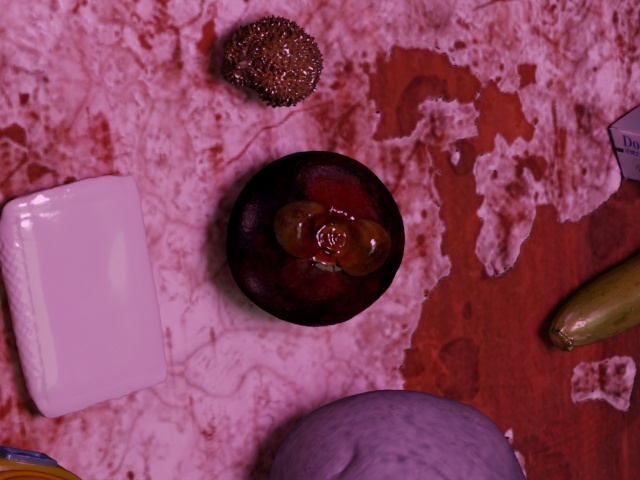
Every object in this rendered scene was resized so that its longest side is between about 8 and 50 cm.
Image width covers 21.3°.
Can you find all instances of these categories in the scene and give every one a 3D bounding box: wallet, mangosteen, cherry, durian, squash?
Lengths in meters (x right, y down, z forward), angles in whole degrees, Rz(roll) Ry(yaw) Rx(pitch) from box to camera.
[{"bbox_3d":[-0.189,0.043,1.347,0.124,0.032,0.182,-16,104,-29],"label":"wallet"},{"bbox_3d":[0.000,0.000,1.388,0.152,0.152,0.152,-5,100,-31],"label":"mangosteen"},{"bbox_3d":[0.077,0.248,1.419,0.218,0.296,0.255,-31,115,6],"label":"cherry"},{"bbox_3d":[-0.040,-0.144,1.379,0.091,0.080,0.080,-24,112,-57],"label":"durian"},{"bbox_3d":[0.299,0.052,1.628,0.201,0.066,0.066,-28,111,-25],"label":"squash"}]

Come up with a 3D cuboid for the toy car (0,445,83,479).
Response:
[{"bbox_3d":[-0.241,0.288,1.285,0.200,0.142,0.247,10,94,-33],"label":"toy car"}]

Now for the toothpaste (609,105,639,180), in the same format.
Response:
[{"bbox_3d":[0.424,-0.151,1.663,0.313,0.089,0.071,-34,120,-24],"label":"toothpaste"}]
